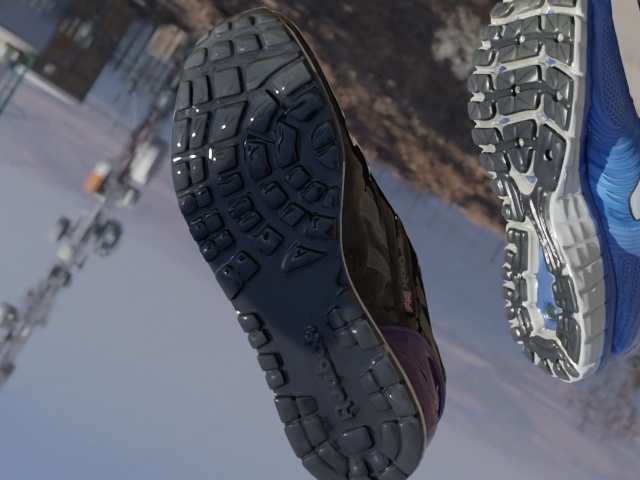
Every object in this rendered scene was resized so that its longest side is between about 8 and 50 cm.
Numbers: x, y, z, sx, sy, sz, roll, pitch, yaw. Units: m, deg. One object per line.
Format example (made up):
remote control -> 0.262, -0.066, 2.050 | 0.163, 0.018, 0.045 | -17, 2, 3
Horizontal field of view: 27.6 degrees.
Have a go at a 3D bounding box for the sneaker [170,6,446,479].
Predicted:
sneaker -> 0.000, 0.000, 0.780 | 0.107, 0.283, 0.124 | -13, -171, 24

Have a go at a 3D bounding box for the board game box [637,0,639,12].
board game box -> 0.390, -0.272, 1.108 | 0.232, 0.291, 0.141 | -9, 133, 21

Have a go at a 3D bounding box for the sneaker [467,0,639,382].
sneaker -> 0.214, -0.062, 1.032 | 0.147, 0.330, 0.129 | -16, -162, -28
